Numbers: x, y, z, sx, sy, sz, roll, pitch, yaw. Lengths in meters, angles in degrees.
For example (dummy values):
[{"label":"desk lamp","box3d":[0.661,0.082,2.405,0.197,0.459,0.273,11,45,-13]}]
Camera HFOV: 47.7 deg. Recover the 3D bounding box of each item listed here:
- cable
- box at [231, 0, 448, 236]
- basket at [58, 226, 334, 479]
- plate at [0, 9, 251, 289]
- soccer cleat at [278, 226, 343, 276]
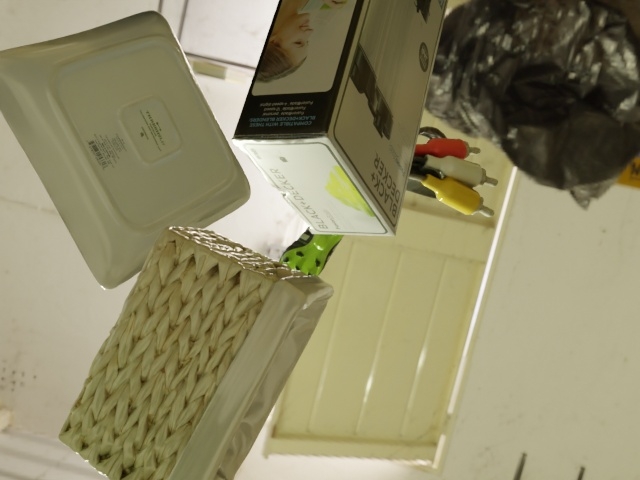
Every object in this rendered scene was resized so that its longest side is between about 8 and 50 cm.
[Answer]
[{"label":"cable","box3d":[0.100,-0.109,0.909,0.287,0.140,0.072,11,148,-34]},{"label":"box","box3d":[0.033,-0.167,0.656,0.087,0.290,0.169,4,154,27]},{"label":"basket","box3d":[-0.079,0.081,0.476,0.103,0.167,0.113,28,-176,9]},{"label":"plate","box3d":[-0.211,-0.124,0.852,0.045,0.277,0.278,-15,-164,40]},{"label":"soccer cleat","box3d":[0.000,0.000,1.023,0.060,0.179,0.072,40,-147,1]}]
